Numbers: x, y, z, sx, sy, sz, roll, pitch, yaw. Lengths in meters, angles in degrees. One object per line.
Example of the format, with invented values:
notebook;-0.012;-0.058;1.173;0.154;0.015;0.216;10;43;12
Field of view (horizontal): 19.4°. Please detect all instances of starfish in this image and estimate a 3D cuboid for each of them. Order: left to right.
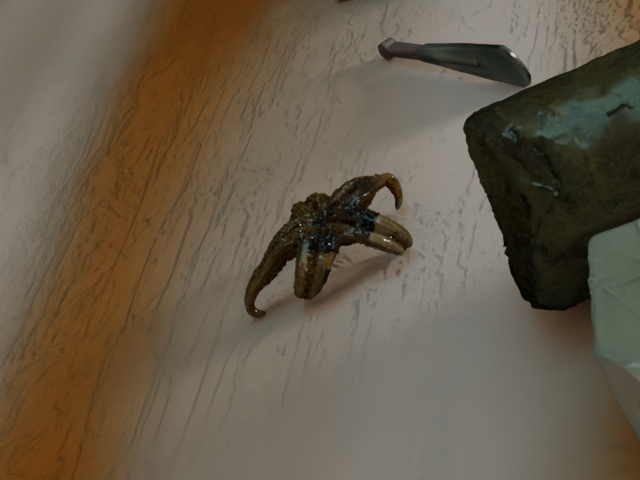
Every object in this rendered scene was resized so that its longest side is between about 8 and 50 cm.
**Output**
starfish;-0.001;0.001;1.839;0.190;0.074;0.146;-29;33;6

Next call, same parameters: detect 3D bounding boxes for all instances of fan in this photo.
fan;0.143;-0.199;2.068;0.023;0.057;0.282;-48;25;-13

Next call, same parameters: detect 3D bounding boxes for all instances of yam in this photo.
yam;0.274;-0.073;1.559;0.300;0.195;0.195;-25;28;9

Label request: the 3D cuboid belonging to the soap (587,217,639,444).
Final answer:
soap;0.378;0.030;1.368;0.347;0.115;0.208;-20;30;18
